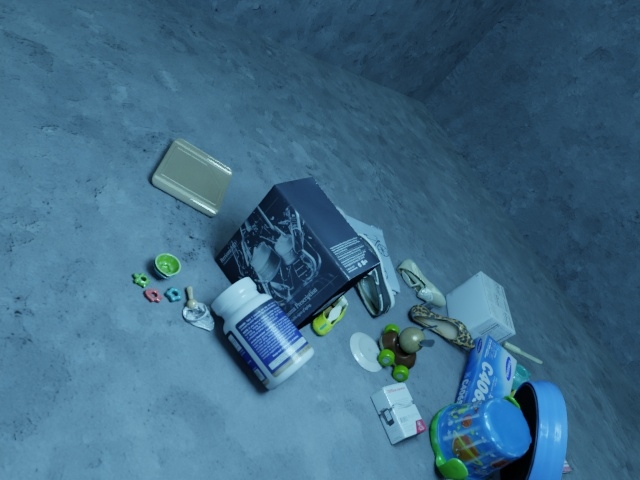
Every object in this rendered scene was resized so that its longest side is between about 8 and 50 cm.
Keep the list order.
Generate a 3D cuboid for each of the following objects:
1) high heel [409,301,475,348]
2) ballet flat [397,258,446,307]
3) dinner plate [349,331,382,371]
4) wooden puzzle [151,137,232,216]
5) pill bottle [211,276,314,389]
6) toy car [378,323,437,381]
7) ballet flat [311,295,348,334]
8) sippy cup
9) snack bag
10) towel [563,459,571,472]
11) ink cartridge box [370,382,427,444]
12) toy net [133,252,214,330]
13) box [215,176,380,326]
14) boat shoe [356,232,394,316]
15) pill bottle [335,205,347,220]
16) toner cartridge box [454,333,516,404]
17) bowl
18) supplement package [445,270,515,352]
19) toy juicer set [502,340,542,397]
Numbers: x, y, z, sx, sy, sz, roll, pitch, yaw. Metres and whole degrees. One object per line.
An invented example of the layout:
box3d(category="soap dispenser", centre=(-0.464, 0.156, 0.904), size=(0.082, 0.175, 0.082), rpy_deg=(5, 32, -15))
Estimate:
box3d(category="high heel", centre=(0.457, 0.337, 1.791), size=(0.261, 0.093, 0.186), rpy_deg=(40, 23, 24))
box3d(category="ballet flat", centre=(0.406, 0.187, 1.934), size=(0.248, 0.086, 0.086), rpy_deg=(50, 34, 15))
box3d(category="dinner plate", centre=(0.154, 0.357, 1.529), size=(0.141, 0.017, 0.141), rpy_deg=(29, 37, -25))
box3d(category="wooden puzzle", centre=(-0.406, -0.201, 1.517), size=(0.221, 0.044, 0.238), rpy_deg=(31, 40, -21))
box3d(category="pill bottle", centre=(-0.152, 0.233, 1.211), size=(0.264, 0.153, 0.153), rpy_deg=(50, 34, 8))
box3d(category="toy car", centre=(0.301, 0.339, 1.536), size=(0.149, 0.189, 0.155), rpy_deg=(49, 32, -15))
box3d(category="ballet flat", centre=(0.047, 0.220, 1.506), size=(0.077, 0.077, 0.231), rpy_deg=(44, 33, 0))
box3d(category="sippy cup", centre=(0.487, 0.579, 1.408), size=(0.240, 0.224, 0.305), rpy_deg=(27, 48, -9))
box3d(category="snack bag", centre=(0.157, 0.035, 1.862), size=(0.323, 0.037, 0.342), rpy_deg=(21, 41, -32))
box3d(category="towel", centre=(0.884, 0.792, 1.825), size=(0.144, 0.029, 0.196), rpy_deg=(19, 41, -34))
box3d(category="ink cartridge box", centre=(0.231, 0.510, 1.401), size=(0.109, 0.063, 0.150), rpy_deg=(6, 49, -43))
box3d(category="toy net", centre=(-0.355, 0.141, 1.192), size=(0.232, 0.045, 0.122), rpy_deg=(46, 33, 2))
box3d(category="box", centre=(-0.074, 0.056, 1.316), size=(0.312, 0.343, 0.179), rpy_deg=(52, 35, 12))
box3d(category="boat shoe", centre=(0.166, 0.122, 1.662), size=(0.091, 0.114, 0.302), rpy_deg=(-26, 89, -45))
box3d(category="pill bottle", centre=(0.000, 0.000, 1.613), size=(0.169, 0.169, 0.301), rpy_deg=(39, 34, -9))
box3d(category="toner cartridge box", centre=(0.603, 0.523, 1.715), size=(0.165, 0.075, 0.347), rpy_deg=(43, 45, -5))
box3d(category="bowl", centre=(0.648, 0.626, 1.466), size=(0.077, 0.390, 0.391), rpy_deg=(13, 33, 10))
box3d(category="supplement package", centre=(0.650, 0.300, 1.947), size=(0.145, 0.204, 0.261), rpy_deg=(34, 35, -17))
box3d(category="toy juicer set", centre=(0.769, 0.533, 1.942), size=(0.209, 0.089, 0.329), rpy_deg=(40, 40, 17))
